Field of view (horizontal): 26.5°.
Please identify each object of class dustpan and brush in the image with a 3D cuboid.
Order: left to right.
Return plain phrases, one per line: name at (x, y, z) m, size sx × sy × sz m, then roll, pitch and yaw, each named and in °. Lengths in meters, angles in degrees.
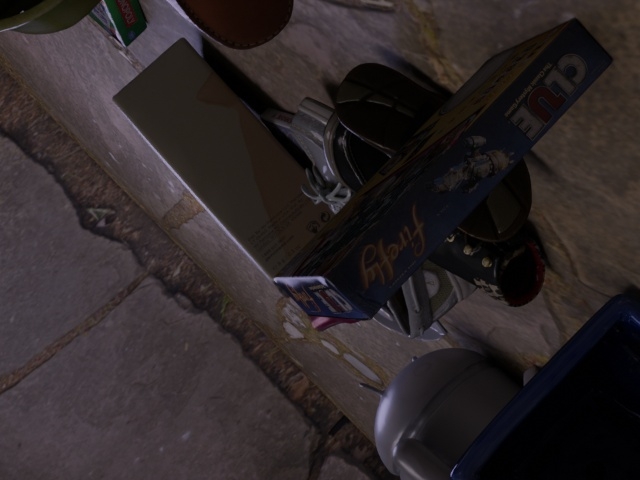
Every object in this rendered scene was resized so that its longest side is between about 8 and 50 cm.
dustpan and brush at (0.072, 0.084, 1.939) m, size 0.147 × 0.060 × 0.211 m, roll 50°, pitch 167°, yaw -26°

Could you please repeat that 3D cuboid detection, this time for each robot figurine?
robot figurine at (0.212, 0.278, 1.770) m, size 0.353 × 0.199 × 0.300 m, roll 40°, pitch -157°, yaw 26°

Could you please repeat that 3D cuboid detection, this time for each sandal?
sandal at (0.101, -0.078, 1.189) m, size 0.219 × 0.090 × 0.060 m, roll 37°, pitch -177°, yaw 30°

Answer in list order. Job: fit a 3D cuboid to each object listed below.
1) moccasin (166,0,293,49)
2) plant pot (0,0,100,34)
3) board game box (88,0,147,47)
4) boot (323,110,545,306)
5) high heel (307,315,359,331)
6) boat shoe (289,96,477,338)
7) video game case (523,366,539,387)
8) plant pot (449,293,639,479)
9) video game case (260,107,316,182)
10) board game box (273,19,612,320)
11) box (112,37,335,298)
moccasin at (-0.079, -0.270, 1.034) m, size 0.147 × 0.139 × 0.380 m, roll 49°, pitch 163°, yaw 28°
plant pot at (-0.333, -0.331, 1.455) m, size 0.276 × 0.276 × 0.254 m, roll 44°, pitch 180°, yaw 5°
board game box at (-0.367, -0.407, 1.771) m, size 0.317 × 0.046 × 0.213 m, roll 42°, pitch 168°, yaw 16°
boot at (0.114, -0.036, 1.302) m, size 0.179 × 0.085 × 0.236 m, roll 32°, pitch 167°, yaw 39°
high heel at (0.000, 0.000, 1.860) m, size 0.082 × 0.117 × 0.244 m, roll -6°, pitch -105°, yaw -53°
boat shoe at (0.060, -0.022, 1.480) m, size 0.118 × 0.103 × 0.320 m, roll 31°, pitch 163°, yaw 51°
video game case at (0.306, 0.260, 1.610) m, size 0.190 × 0.022 × 0.173 m, roll 48°, pitch -157°, yaw -14°
plant pot at (0.274, 0.214, 1.265) m, size 0.236 × 0.236 × 0.212 m, roll 43°, pitch 175°, yaw 8°
video game case at (0.028, -0.070, 1.635) m, size 0.201 × 0.023 × 0.183 m, roll 51°, pitch 167°, yaw -29°
board game box at (0.080, -0.045, 0.955) m, size 0.042 × 0.243 × 0.165 m, roll 46°, pitch 169°, yaw -8°
box at (-0.106, -0.088, 1.686) m, size 0.311 × 0.121 × 0.148 m, roll 48°, pitch 177°, yaw 10°
